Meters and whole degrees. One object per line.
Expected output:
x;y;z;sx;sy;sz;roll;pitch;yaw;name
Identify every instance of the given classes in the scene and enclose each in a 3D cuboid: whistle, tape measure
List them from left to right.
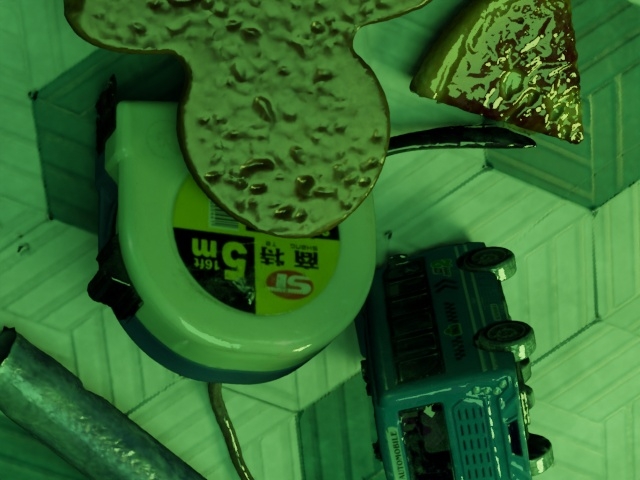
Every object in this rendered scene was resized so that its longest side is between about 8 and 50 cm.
-0.150;0.181;1.565;0.304;0.062;0.062;41;97;-24;whistle
0.000;0.000;1.481;0.351;0.098;0.215;5;69;-18;tape measure

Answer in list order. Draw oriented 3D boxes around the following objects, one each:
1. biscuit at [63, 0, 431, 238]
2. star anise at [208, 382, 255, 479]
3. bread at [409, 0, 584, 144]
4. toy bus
-0.049;-0.215;1.396;0.283;0.064;0.432;-11;98;-9;biscuit
-0.052;0.110;1.587;0.148;0.218;0.227;-37;163;-30;star anise
0.133;-0.134;1.518;0.136;0.054;0.154;-16;108;-9;bread
0.097;0.097;1.497;0.134;0.246;0.113;-10;114;2;toy bus
